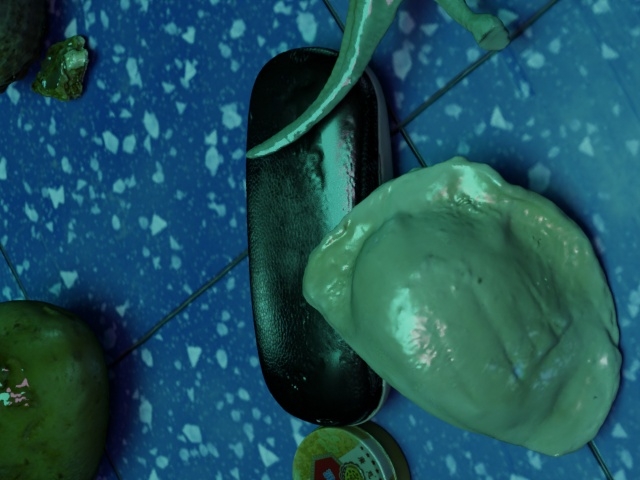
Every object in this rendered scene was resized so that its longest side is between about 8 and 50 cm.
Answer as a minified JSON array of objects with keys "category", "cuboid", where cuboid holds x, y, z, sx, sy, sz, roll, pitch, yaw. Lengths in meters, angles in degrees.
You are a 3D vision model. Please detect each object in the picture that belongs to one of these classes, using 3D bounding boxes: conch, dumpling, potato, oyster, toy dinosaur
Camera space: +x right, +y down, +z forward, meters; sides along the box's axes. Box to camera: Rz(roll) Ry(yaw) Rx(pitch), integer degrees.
[{"category":"conch","cuboid":[-0.330,-0.227,1.233,0.130,0.207,0.155,-25,73,-6]},{"category":"dumpling","cuboid":[0.119,0.045,0.963,0.252,0.131,0.179,37,98,9]},{"category":"potato","cuboid":[-0.316,0.186,1.290,0.210,0.173,0.307,49,127,22]},{"category":"oyster","cuboid":[-0.253,-0.160,1.260,0.093,0.034,0.051,-50,61,38]},{"category":"toy dinosaur","cuboid":[0.070,-0.207,0.950,0.205,0.092,0.393,53,124,28]}]

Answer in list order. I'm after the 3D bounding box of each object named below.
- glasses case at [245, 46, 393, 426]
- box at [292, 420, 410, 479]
[{"category":"glasses case","cuboid":[0.000,0.000,1.067,0.122,0.075,0.314,6,103,37]},{"category":"box","cuboid":[0.026,0.204,1.115,0.105,0.037,0.105,9,105,36]}]
